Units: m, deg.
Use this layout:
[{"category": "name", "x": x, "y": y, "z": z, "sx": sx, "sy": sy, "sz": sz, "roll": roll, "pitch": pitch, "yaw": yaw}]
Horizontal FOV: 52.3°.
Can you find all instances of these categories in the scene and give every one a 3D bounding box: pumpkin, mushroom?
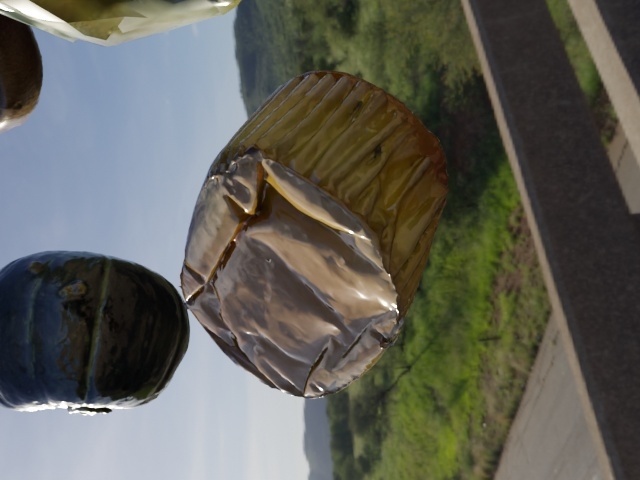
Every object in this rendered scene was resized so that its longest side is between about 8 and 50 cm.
[{"category": "pumpkin", "x": -0.360, "y": 0.140, "z": 0.991, "sx": 0.323, "sy": 0.323, "sz": 0.241, "roll": 87, "pitch": -178, "yaw": -73}, {"category": "mushroom", "x": -0.487, "y": -0.245, "z": 0.839, "sx": 0.153, "sy": 0.253, "sz": 0.253, "roll": -92, "pitch": -3, "yaw": -47}]

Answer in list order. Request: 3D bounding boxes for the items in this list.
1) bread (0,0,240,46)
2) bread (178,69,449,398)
[{"category": "bread", "x": -0.165, "y": -0.253, "z": 0.398, "sx": 0.239, "sy": 0.395, "sz": 0.263, "roll": 12, "pitch": 86, "yaw": 54}, {"category": "bread", "x": 0.000, "y": 0.000, "z": 0.553, "sx": 0.156, "sy": 0.204, "sz": 0.288, "roll": -47, "pitch": -15, "yaw": -36}]
